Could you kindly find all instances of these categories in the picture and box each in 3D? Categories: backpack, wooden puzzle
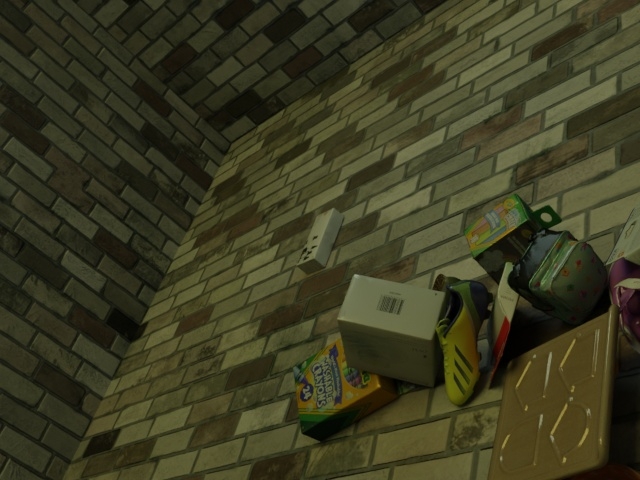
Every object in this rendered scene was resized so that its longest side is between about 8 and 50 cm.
[{"bbox_3d":[0.515,0.083,1.639,0.166,0.188,0.144,-56,32,-11],"label":"backpack"},{"bbox_3d":[0.449,0.321,1.466,0.348,0.080,0.322,-50,14,50],"label":"wooden puzzle"}]

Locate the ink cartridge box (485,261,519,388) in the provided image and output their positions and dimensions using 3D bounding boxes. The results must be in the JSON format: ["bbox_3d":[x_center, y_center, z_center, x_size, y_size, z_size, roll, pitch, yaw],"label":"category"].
[{"bbox_3d":[0.391,0.188,1.717,0.181,0.056,0.225,87,-154,-56],"label":"ink cartridge box"}]

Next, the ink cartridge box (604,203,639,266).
[{"bbox_3d":[0.679,-0.047,1.521,0.223,0.045,0.224,-48,0,-38],"label":"ink cartridge box"}]

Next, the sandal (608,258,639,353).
[{"bbox_3d":[0.612,0.139,1.443,0.416,0.102,0.169,-92,27,-55],"label":"sandal"}]

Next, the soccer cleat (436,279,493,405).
[{"bbox_3d":[0.301,0.226,1.734,0.093,0.121,0.289,-147,62,-66],"label":"soccer cleat"}]

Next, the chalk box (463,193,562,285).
[{"bbox_3d":[0.480,-0.013,1.898,0.213,0.132,0.132,-37,27,20],"label":"chalk box"}]

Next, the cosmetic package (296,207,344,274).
[{"bbox_3d":[0.000,0.000,2.739,0.099,0.060,0.239,-22,35,42],"label":"cosmetic package"}]

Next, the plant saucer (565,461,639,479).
[{"bbox_3d":[0.476,0.472,1.311,0.200,0.037,0.200,-37,28,23],"label":"plant saucer"}]

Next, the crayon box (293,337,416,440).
[{"bbox_3d":[0.078,0.354,2.018,0.323,0.083,0.203,-35,42,25],"label":"crayon box"}]

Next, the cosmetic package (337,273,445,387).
[{"bbox_3d":[0.174,0.217,1.846,0.224,0.225,0.138,11,55,18],"label":"cosmetic package"}]

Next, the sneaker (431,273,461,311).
[{"bbox_3d":[0.313,0.174,1.973,0.064,0.086,0.192,-104,29,-57],"label":"sneaker"}]
